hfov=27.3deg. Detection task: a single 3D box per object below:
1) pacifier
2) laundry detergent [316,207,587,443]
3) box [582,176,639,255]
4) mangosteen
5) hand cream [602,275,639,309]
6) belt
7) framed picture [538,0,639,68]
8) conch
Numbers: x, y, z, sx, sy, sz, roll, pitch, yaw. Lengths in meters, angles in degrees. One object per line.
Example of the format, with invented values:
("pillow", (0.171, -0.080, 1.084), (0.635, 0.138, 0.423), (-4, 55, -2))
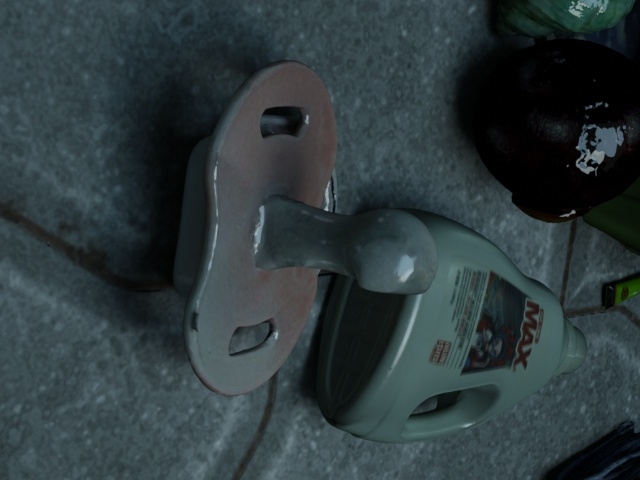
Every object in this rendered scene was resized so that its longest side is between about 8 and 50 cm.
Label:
("pacifier", (-0.034, -0.005, 1.268), (0.220, 0.273, 0.332), (4, 101, -26))
("laundry detergent", (0.177, 0.121, 1.561), (0.398, 0.124, 0.264), (16, 92, -46))
("box", (0.494, -0.108, 1.711), (0.253, 0.178, 0.329), (25, 92, -50))
("mangosteen", (0.281, -0.115, 1.538), (0.211, 0.211, 0.250), (-43, 154, -24))
("hand cream", (0.438, 0.064, 1.842), (0.122, 0.023, 0.036), (-17, 118, -33))
("belt", (0.414, 0.362, 1.849), (0.218, 0.122, 0.128), (-20, 120, -37))
("framed picture", (0.367, -0.233, 1.683), (0.209, 0.019, 0.281), (-44, 128, -23))
("conch", (0.284, -0.306, 1.507), (0.188, 0.176, 0.122), (-25, 147, -10))
